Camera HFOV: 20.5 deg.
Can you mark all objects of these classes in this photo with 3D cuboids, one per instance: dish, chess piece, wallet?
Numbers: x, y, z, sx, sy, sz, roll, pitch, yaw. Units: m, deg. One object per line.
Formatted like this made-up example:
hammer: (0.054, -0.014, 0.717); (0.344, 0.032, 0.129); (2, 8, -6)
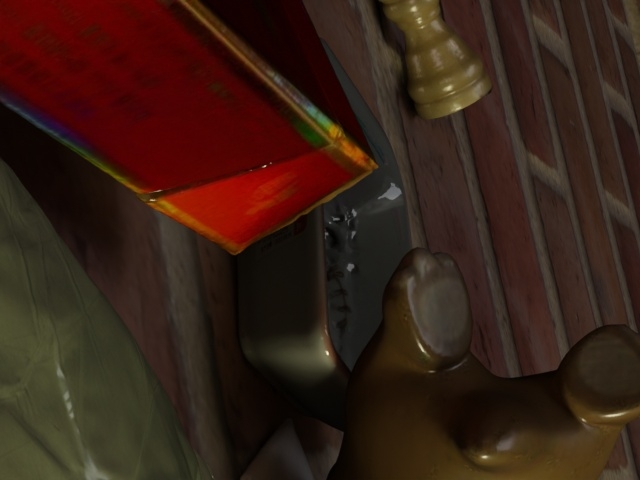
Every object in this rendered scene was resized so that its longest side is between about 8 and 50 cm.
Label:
dish: (0.000, 0.000, 0.985); (0.154, 0.064, 0.234); (51, 31, -51)
chess piece: (0.081, -0.160, 1.371); (0.122, 0.066, 0.066); (64, 20, -15)
wallet: (-0.021, 0.124, 0.909); (0.083, 0.011, 0.044); (-45, 118, -70)

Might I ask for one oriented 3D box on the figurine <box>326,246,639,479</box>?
figurine: (0.065, 0.164, 0.849); (0.173, 0.177, 0.247); (-80, -166, -52)

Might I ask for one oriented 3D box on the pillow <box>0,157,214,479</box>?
pillow: (-0.109, 0.097, 0.564); (0.274, 0.076, 0.281); (-86, 153, -46)

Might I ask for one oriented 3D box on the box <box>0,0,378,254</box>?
box: (-0.099, -0.134, 0.699); (0.197, 0.089, 0.313); (65, 13, 25)
